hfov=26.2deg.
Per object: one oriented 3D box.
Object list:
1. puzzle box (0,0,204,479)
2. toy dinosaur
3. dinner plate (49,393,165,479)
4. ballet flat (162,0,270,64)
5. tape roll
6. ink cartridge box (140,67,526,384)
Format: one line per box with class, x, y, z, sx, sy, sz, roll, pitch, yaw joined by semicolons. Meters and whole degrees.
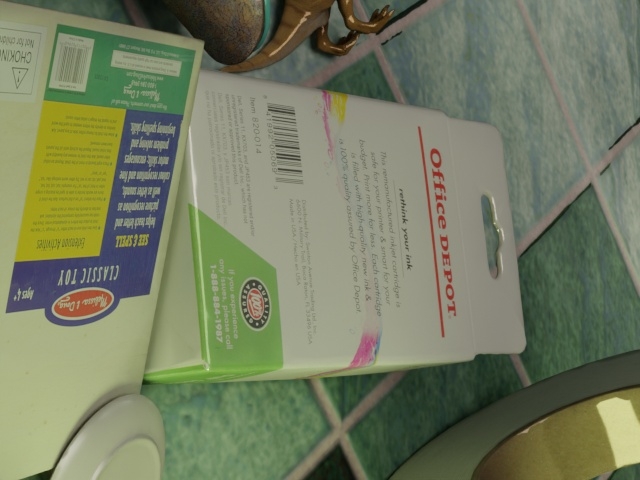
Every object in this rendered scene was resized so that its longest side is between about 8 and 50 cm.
puzzle box;-0.200;0.007;0.709;0.409;0.052;0.272;-4;107;-66
toy dinosaur;-0.008;-0.193;1.137;0.112;0.064;0.211;34;72;-28
dinner plate;-0.134;0.167;0.875;0.141;0.017;0.141;-46;147;-44
ballet flat;-0.125;-0.274;0.997;0.106;0.107;0.316;-7;77;-39
tape roll;0.223;0.183;1.038;0.392;0.392;0.072;-33;105;-46
ink cartridge box;0.000;0.000;1.039;0.353;0.119;0.207;4;77;-46
